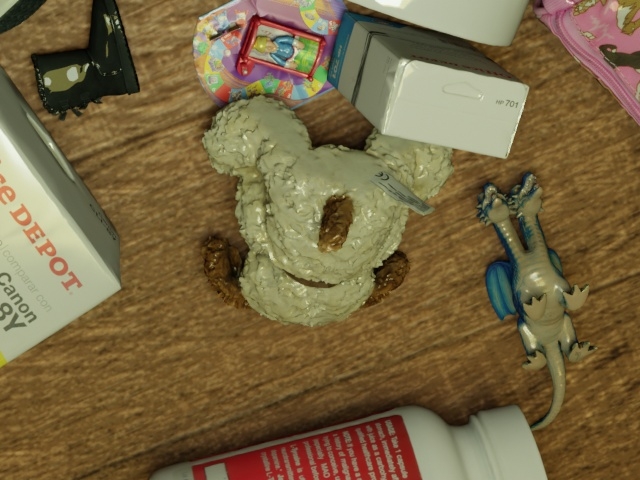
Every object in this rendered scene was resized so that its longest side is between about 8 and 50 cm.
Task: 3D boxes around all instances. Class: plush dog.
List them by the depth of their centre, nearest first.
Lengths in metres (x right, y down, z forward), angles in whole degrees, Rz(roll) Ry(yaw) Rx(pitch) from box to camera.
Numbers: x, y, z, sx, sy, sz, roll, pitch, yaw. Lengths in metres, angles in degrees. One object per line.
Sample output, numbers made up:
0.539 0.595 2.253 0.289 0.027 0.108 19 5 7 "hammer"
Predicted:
0.000 0.000 2.013 0.262 0.210 0.225 5 135 -9 "plush dog"

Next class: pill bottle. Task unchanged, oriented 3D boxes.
0.035 0.306 2.086 0.408 0.229 0.229 -14 111 -3 "pill bottle"

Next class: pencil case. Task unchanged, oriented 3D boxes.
0.383 -0.162 2.012 0.160 0.167 0.386 -33 111 26 "pencil case"

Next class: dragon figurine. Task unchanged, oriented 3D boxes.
0.231 0.062 2.106 0.085 0.144 0.289 -17 130 -4 "dragon figurine"

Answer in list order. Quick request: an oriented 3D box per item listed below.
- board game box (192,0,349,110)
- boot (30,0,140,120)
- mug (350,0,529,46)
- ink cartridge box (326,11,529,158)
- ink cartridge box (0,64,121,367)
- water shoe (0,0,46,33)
-0.044 -0.191 2.004 0.169 0.033 0.133 -26 111 2 "board game box"
-0.241 -0.187 1.972 0.099 0.045 0.121 -13 111 0 "boot"
0.143 -0.377 1.865 0.374 0.276 0.328 8 107 -44 "mug"
0.103 -0.156 1.946 0.140 0.190 0.082 11 108 -20 "ink cartridge box"
-0.429 0.018 1.951 0.385 0.160 0.279 -33 111 4 "ink cartridge box"
-0.284 -0.287 1.926 0.203 0.073 0.080 -45 83 8 "water shoe"
